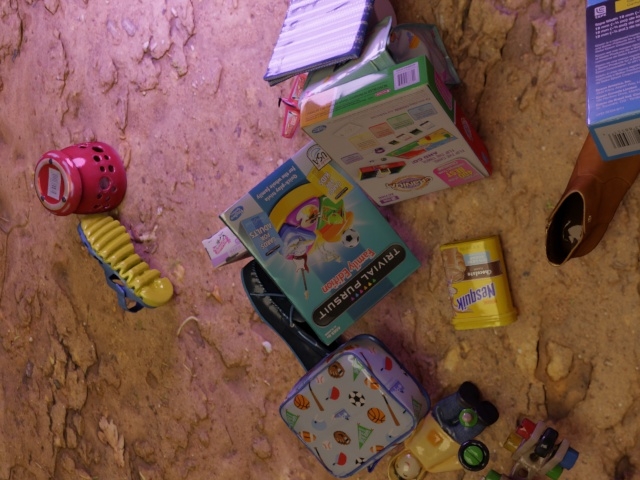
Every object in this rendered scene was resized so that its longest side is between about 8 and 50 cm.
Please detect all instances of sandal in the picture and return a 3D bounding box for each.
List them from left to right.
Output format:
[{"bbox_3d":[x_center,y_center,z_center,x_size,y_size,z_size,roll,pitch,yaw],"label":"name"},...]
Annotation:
[{"bbox_3d":[-0.528,0.071,2.060,0.317,0.126,0.138,51,129,8],"label":"sandal"}]

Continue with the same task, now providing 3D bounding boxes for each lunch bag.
[{"bbox_3d":[0.070,0.356,1.659,0.243,0.115,0.303,46,126,2],"label":"lunch bag"},{"bbox_3d":[0.101,-0.306,1.490,0.223,0.262,0.160,-25,86,35],"label":"lunch bag"}]

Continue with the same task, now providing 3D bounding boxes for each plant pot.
[{"bbox_3d":[-0.632,-0.157,2.057,0.191,0.174,0.191,8,104,34],"label":"plant pot"}]

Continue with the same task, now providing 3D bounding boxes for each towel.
[{"bbox_3d":[0.025,-0.454,1.511,0.243,0.040,0.336,-6,58,44],"label":"towel"}]

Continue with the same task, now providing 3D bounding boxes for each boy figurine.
[{"bbox_3d":[0.236,0.413,1.663,0.177,0.092,0.285,48,118,12],"label":"boy figurine"}]

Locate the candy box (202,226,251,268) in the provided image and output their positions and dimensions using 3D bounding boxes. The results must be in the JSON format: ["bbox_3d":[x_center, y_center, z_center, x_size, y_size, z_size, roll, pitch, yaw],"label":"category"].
[{"bbox_3d":[-0.134,-0.018,1.745,0.165,0.196,0.070,-29,84,35],"label":"candy box"}]

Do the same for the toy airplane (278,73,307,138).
[{"bbox_3d":[-0.032,-0.286,1.722,0.151,0.028,0.151,9,106,32],"label":"toy airplane"}]

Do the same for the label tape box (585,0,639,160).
[{"bbox_3d":[0.555,-0.307,1.258,0.241,0.106,0.333,-11,53,32],"label":"label tape box"}]

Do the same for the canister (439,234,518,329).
[{"bbox_3d":[0.307,0.082,1.554,0.126,0.073,0.170,-10,93,34],"label":"canister"}]

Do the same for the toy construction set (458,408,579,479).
[{"bbox_3d":[0.419,0.473,1.522,0.309,0.237,0.257,4,77,14],"label":"toy construction set"}]

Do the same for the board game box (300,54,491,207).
[{"bbox_3d":[0.145,-0.184,1.447,0.242,0.316,0.064,-15,58,25],"label":"board game box"}]

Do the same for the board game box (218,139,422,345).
[{"bbox_3d":[0.000,0.000,1.596,0.254,0.079,0.336,-40,95,-7],"label":"board game box"}]

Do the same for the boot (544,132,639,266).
[{"bbox_3d":[0.463,-0.103,1.328,0.104,0.211,0.295,21,111,27],"label":"boot"}]

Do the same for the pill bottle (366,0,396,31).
[{"bbox_3d":[0.053,-0.421,1.587,0.187,0.112,0.112,-16,91,34],"label":"pill bottle"}]

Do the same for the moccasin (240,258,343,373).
[{"bbox_3d":[-0.035,0.166,1.774,0.342,0.138,0.117,49,129,-2],"label":"moccasin"}]
